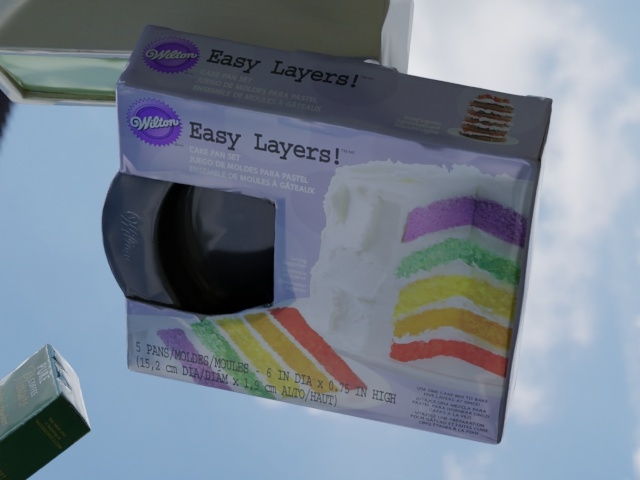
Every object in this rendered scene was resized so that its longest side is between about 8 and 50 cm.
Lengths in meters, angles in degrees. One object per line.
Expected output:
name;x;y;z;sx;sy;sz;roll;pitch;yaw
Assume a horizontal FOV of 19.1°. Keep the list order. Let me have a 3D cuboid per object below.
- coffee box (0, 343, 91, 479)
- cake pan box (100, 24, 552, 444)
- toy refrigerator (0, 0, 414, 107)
coffee box;-0.249;0.158;1.355;0.040;0.184;0.113;52;179;-19
cake pan box;0.000;0.000;1.176;0.070;0.267;0.245;-69;-13;-49
toy refrigerator;-0.083;-0.136;1.223;0.102;0.270;0.094;60;-145;-69
